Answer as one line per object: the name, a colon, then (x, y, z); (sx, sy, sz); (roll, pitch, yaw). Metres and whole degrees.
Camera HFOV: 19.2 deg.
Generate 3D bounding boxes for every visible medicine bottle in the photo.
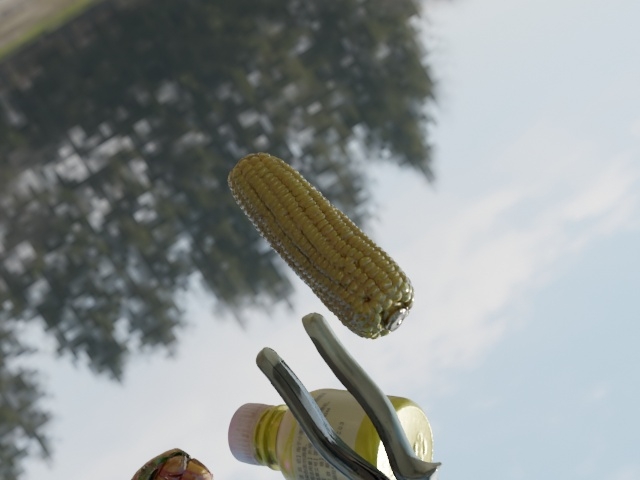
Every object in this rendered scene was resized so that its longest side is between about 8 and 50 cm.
medicine bottle: (0.003, 0.217, 2.018); (0.213, 0.121, 0.122); (3, -151, 36)

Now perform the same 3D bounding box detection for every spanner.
spanner: (0.059, 0.220, 1.855); (0.096, 0.325, 0.040); (-39, 175, 19)

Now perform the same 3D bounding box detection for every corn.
corn: (0.000, 0.000, 1.793); (0.080, 0.231, 0.080); (-33, 153, -19)

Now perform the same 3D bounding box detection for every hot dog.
hot dog: (-0.132, 0.223, 1.445); (0.144, 0.062, 0.038); (-60, 171, 17)
